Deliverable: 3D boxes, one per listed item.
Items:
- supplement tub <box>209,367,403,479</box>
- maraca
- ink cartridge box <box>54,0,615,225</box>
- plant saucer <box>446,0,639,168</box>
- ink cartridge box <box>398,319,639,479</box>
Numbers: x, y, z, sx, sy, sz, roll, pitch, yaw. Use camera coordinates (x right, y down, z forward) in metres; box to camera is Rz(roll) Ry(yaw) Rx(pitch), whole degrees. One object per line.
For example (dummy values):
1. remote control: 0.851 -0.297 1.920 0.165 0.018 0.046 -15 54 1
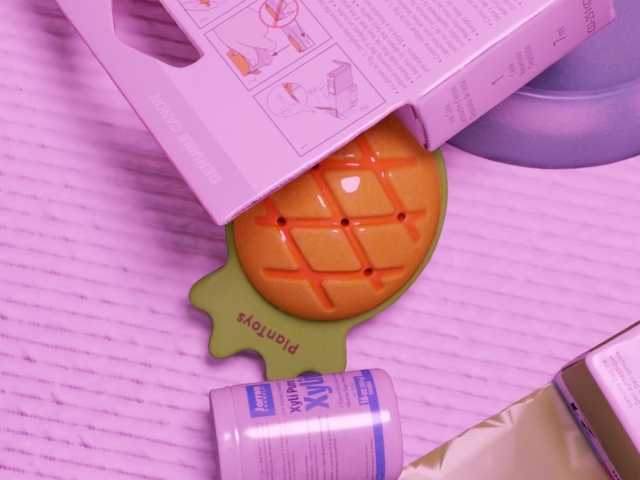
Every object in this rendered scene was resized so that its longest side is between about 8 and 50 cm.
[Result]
1. supplement tub: -0.009 0.115 0.994 0.107 0.071 0.071 -6 78 -7
2. maraca: 0.000 0.000 1.009 0.127 0.099 0.185 29 96 -6
3. ink cartridge box: -0.018 -0.168 1.007 0.261 0.066 0.296 -35 61 -4
4. plant saucer: 0.150 -0.205 1.094 0.317 0.044 0.317 1 77 -6
5. ink cartridge box: 0.193 0.153 0.990 0.255 0.097 0.189 -29 82 -11
